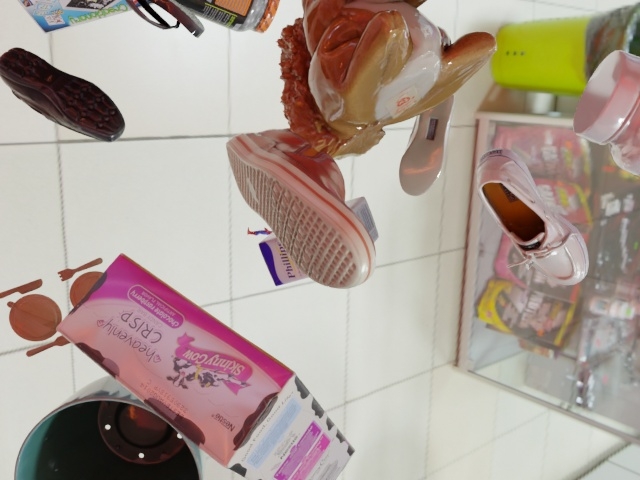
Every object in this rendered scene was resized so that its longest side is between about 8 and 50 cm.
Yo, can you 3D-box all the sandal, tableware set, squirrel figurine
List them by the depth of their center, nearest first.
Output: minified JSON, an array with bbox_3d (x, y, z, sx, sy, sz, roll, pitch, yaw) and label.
[{"bbox_3d":[0.024,-0.349,1.150,0.281,0.397,0.370,-14,66,-40],"label":"squirrel figurine"},{"bbox_3d":[-0.313,-0.425,1.229,0.054,0.254,0.097,-57,176,13],"label":"sandal"},{"bbox_3d":[-0.450,0.113,1.238,0.194,0.039,0.128,-21,106,-8],"label":"tableware set"}]

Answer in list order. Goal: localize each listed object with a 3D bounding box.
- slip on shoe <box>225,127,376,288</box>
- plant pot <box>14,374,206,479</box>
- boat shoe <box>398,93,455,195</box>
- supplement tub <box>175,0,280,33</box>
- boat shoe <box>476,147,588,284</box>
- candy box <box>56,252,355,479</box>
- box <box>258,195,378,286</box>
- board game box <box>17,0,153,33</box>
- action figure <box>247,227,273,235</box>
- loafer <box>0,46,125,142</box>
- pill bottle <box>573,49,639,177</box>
[{"bbox_3d":[-0.015,-0.054,0.765,0.101,0.331,0.123,-21,119,-13],"label":"slip on shoe"},{"bbox_3d":[-0.330,0.358,1.193,0.293,0.235,0.293,0,101,-1],"label":"plant pot"},{"bbox_3d":[0.210,-0.196,1.324,0.081,0.079,0.227,-48,154,-63],"label":"boat shoe"},{"bbox_3d":[-0.278,-0.693,1.904,0.316,0.193,0.194,16,90,-25],"label":"supplement tub"},{"bbox_3d":[0.436,-0.011,1.437,0.367,0.136,0.156,51,40,-23],"label":"boat shoe"},{"bbox_3d":[-0.071,0.119,0.531,0.071,0.159,0.233,-53,155,-15],"label":"candy box"},{"bbox_3d":[0.000,0.000,1.032,0.072,0.137,0.126,70,25,-11],"label":"box"},{"bbox_3d":[-0.476,-0.524,1.366,0.193,0.305,0.053,58,33,-48],"label":"board game box"},{"bbox_3d":[-0.169,-0.026,2.171,0.115,0.038,0.030,8,98,-9],"label":"action figure"},{"bbox_3d":[-0.392,-0.214,1.068,0.076,0.223,0.078,-55,172,-27],"label":"loafer"},{"bbox_3d":[0.377,-0.108,0.705,0.216,0.121,0.121,22,84,-2],"label":"pill bottle"}]
